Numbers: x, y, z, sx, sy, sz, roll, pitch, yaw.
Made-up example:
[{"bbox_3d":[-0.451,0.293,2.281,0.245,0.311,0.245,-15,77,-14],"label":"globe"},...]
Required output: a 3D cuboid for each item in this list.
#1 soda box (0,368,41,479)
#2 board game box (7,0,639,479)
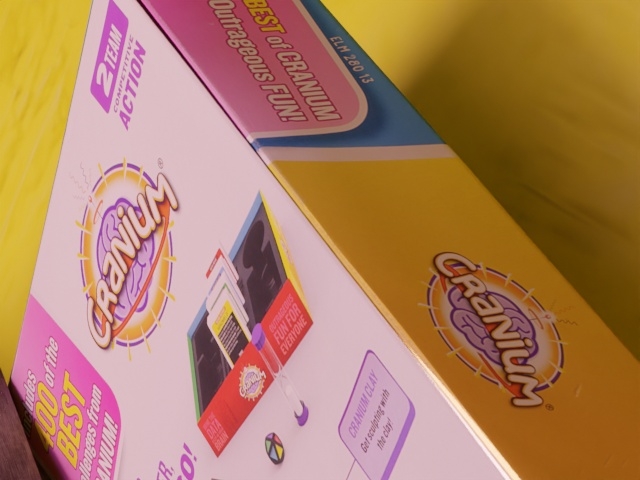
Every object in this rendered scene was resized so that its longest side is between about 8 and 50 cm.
[{"bbox_3d":[-0.159,0.072,0.661,0.169,0.060,0.053,60,138,39],"label":"soda box"},{"bbox_3d":[0.003,0.087,0.540,0.316,0.064,0.242,53,139,33],"label":"board game box"}]
